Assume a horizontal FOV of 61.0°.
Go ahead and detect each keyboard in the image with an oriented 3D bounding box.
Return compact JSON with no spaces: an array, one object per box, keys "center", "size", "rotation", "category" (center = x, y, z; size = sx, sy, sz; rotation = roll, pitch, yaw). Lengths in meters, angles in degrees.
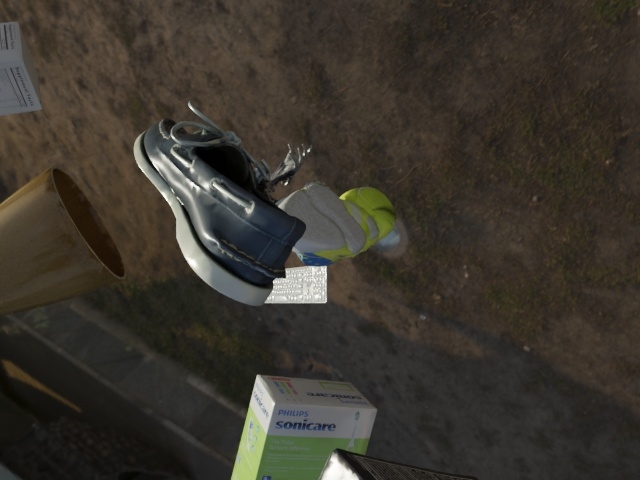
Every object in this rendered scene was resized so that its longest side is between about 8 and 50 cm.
[{"center":[-0.056,0.092,1.113],"size":[0.256,0.014,0.072],"rotation":[-10,72,57],"category":"keyboard"}]

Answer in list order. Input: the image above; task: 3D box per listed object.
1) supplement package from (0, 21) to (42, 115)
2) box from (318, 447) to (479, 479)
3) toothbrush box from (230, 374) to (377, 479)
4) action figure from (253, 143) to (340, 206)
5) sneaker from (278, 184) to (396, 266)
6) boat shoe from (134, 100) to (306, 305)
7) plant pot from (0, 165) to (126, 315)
[{"center":[-0.729,-0.343,1.122],"size":[0.139,0.244,0.133],"rotation":[103,149,-55],"category":"supplement package"},{"center":[0.161,0.427,0.649],"size":[0.294,0.182,0.296],"rotation":[24,-179,-31],"category":"box"},{"center":[-0.040,0.411,1.011],"size":[0.122,0.206,0.282],"rotation":[30,107,65],"category":"toothbrush box"},{"center":[-0.044,-0.076,0.869],"size":[0.141,0.276,0.164],"rotation":[-49,43,31],"category":"action figure"},{"center":[0.000,0.000,0.653],"size":[0.126,0.240,0.091],"rotation":[-38,74,30],"category":"sneaker"},{"center":[-0.089,-0.051,0.449],"size":[0.095,0.079,0.254],"rotation":[30,-166,-37],"category":"boat shoe"},{"center":[-0.526,0.030,0.975],"size":[0.237,0.255,0.237],"rotation":[57,171,14],"category":"plant pot"}]
